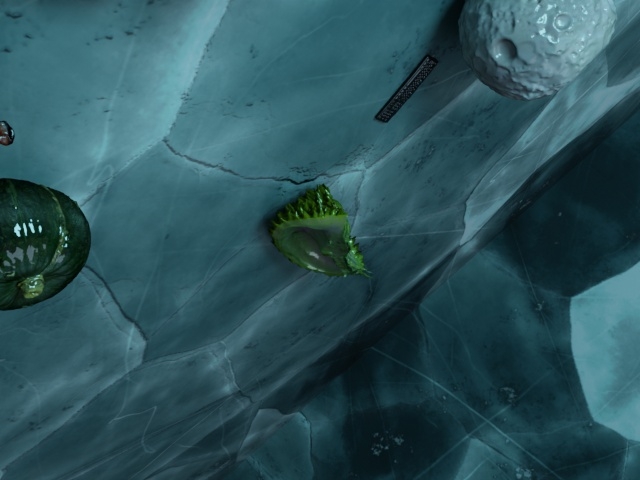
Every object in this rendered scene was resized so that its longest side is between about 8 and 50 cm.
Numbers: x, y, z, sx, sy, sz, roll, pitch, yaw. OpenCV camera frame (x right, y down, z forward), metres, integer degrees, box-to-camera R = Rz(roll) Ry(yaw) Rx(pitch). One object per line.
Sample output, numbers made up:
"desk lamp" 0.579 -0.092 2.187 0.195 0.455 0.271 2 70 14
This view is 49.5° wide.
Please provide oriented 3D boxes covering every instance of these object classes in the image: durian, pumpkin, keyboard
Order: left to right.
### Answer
"pumpkin" -0.384 0.007 0.862 0.190 0.146 0.190 -12 142 -10
"durian" 0.000 0.000 1.406 0.158 0.169 0.352 -38 158 -6
"keyboard" 0.166 -0.287 1.330 0.155 0.010 0.053 -49 157 22

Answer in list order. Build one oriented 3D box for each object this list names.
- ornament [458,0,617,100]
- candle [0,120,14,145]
"ornament" 0.358 -0.374 1.175 0.259 0.225 0.259 -46 -175 5
"candle" -0.476 -0.084 0.682 0.329 0.048 0.051 -15 134 -43
